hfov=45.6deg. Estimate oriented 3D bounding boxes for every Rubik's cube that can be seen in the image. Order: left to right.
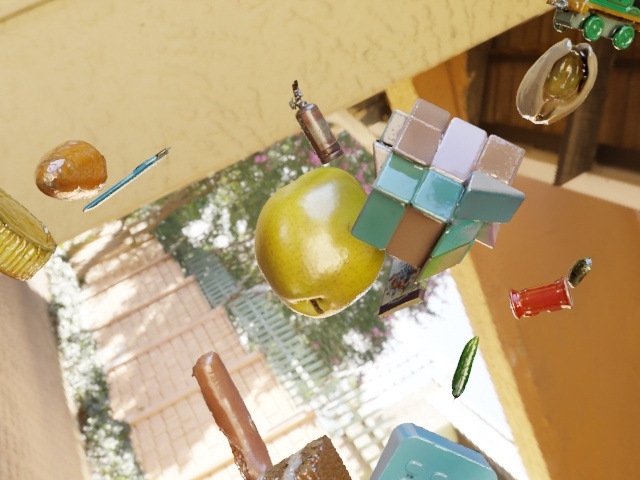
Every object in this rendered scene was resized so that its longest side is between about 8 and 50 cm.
[{"bbox_3d":[0.262,-0.104,1.775,0.358,0.387,0.368,25,9,4],"label":"Rubik's cube"}]

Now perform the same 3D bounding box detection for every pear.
[{"bbox_3d":[0.000,0.000,2.044,0.362,0.362,0.418,75,23,-50],"label":"pear"}]

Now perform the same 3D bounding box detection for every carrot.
[{"bbox_3d":[-0.628,-0.158,1.878,0.225,0.159,0.159,-94,158,-75],"label":"carrot"}]

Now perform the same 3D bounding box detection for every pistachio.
[{"bbox_3d":[0.526,-0.353,1.699,0.238,0.138,0.153,117,-16,-65],"label":"pistachio"}]

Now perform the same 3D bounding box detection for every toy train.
[{"bbox_3d":[0.505,-0.426,1.367,0.091,0.228,0.136,44,-54,51],"label":"toy train"}]

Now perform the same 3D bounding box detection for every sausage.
[{"bbox_3d":[-0.183,0.392,1.632,0.326,0.079,0.087,63,3,1],"label":"sausage"}]

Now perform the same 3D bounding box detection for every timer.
[{"bbox_3d":[0.220,0.538,1.599,0.232,0.250,0.091,24,4,-6],"label":"timer"}]

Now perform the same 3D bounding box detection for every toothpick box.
[{"bbox_3d":[0.312,0.083,1.082,0.047,0.083,0.047,-16,90,-69],"label":"toothpick box"}]

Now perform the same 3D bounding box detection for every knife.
[{"bbox_3d":[-0.530,-0.168,2.084,0.026,0.296,0.044,54,-6,-6],"label":"knife"}]

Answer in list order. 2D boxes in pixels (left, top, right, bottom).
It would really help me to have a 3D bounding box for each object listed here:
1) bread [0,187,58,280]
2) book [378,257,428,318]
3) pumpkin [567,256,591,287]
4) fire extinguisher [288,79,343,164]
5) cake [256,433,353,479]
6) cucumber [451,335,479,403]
[{"bbox_3d":[-0.831,-0.016,2.016,0.253,0.142,0.227,50,-4,-35],"label":"bread"},{"bbox_3d":[0.229,0.085,1.992,0.026,0.231,0.157,35,-39,-20],"label":"book"},{"bbox_3d":[0.597,0.072,1.773,0.050,0.028,0.083,-99,-153,-60],"label":"pumpkin"},{"bbox_3d":[-0.015,-0.344,2.176,0.106,0.075,0.252,-11,-69,57],"label":"fire extinguisher"},{"bbox_3d":[-0.031,0.404,1.190,0.134,0.147,0.135,63,14,-2],"label":"cake"},{"bbox_3d":[0.335,0.301,1.779,0.039,0.168,0.039,19,-6,2],"label":"cucumber"}]
